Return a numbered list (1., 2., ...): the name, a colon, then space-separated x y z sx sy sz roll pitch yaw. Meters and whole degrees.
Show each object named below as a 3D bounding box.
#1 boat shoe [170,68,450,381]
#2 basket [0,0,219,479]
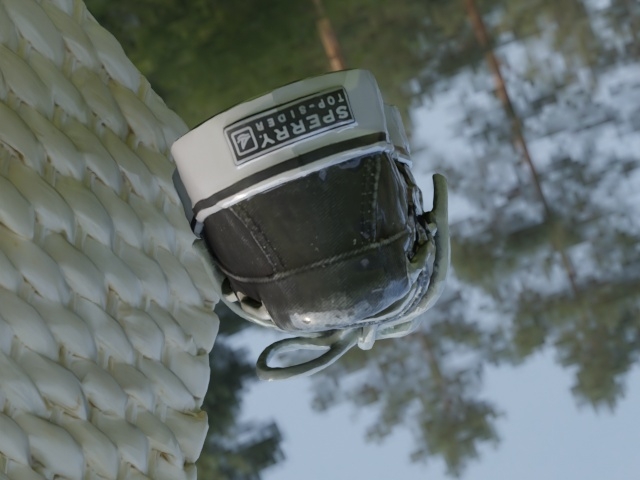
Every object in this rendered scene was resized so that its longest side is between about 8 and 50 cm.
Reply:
1. boat shoe: 0.004 -0.001 0.811 0.113 0.105 0.306 -20 178 -5
2. basket: -0.230 0.040 0.892 0.266 0.331 0.328 -11 -127 21
